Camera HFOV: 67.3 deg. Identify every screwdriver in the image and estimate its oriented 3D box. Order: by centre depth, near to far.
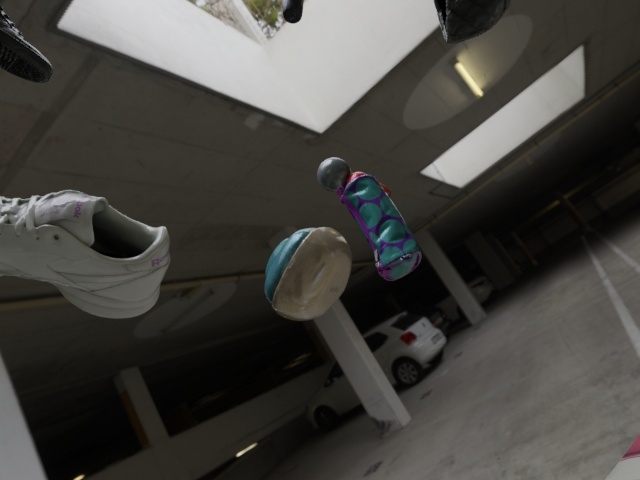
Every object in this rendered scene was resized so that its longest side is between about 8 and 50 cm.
[{"bbox_3d":[-0.030,-0.291,0.504,0.024,0.170,0.025,6,-30,-15],"label":"screwdriver"}]

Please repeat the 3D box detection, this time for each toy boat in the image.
[{"bbox_3d":[0.000,0.000,0.921,0.318,0.148,0.267,-60,-16,-4],"label":"toy boat"}]

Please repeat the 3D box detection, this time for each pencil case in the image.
[{"bbox_3d":[0.085,-0.021,0.696,0.070,0.152,0.064,-15,-28,-24],"label":"pencil case"}]

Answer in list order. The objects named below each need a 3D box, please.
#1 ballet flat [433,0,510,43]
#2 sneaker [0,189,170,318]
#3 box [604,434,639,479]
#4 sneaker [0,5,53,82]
[{"bbox_3d":[0.070,-0.218,0.335,0.049,0.173,0.057,-30,-8,-5],"label":"ballet flat"},{"bbox_3d":[-0.311,-0.016,0.517,0.305,0.114,0.152,18,-47,-24],"label":"sneaker"},{"bbox_3d":[0.470,0.252,0.542,0.232,0.148,0.127,-37,-24,-21],"label":"box"},{"bbox_3d":[-0.345,-0.243,0.485,0.170,0.089,0.051,29,-27,-36],"label":"sneaker"}]
